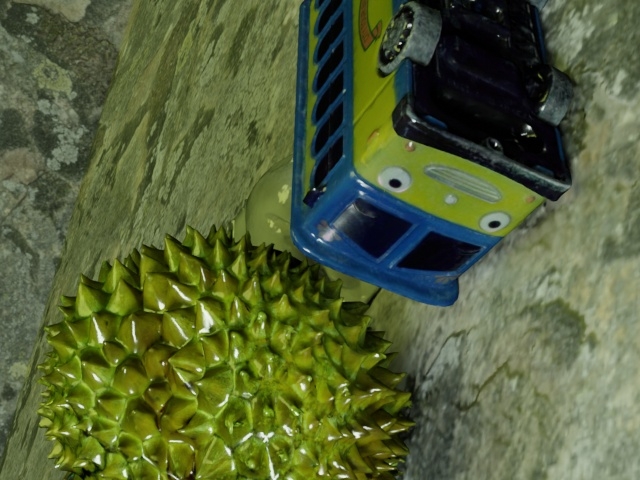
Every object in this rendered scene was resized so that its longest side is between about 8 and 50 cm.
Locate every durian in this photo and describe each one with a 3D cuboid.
[{"bbox_3d":[-0.068,0.110,0.850,0.291,0.291,0.224,-13,55,66],"label":"durian"}]

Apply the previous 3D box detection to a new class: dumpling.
[{"bbox_3d":[-0.001,0.000,1.035,0.181,0.111,0.155,147,109,-68],"label":"dumpling"}]

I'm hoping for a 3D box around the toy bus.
[{"bbox_3d":[0.075,-0.116,0.889,0.175,0.138,0.287,-49,28,41],"label":"toy bus"}]
